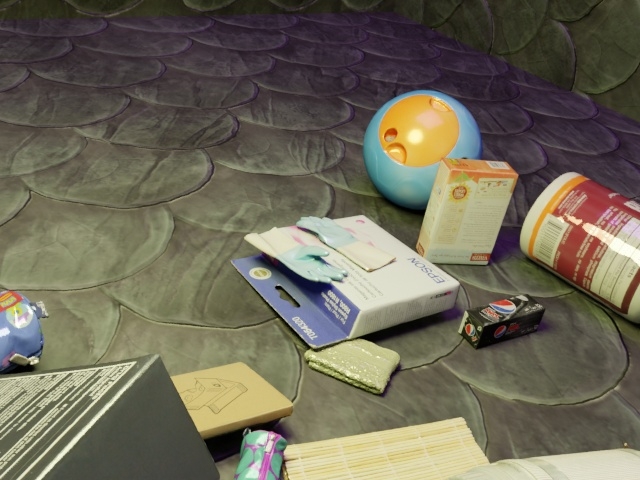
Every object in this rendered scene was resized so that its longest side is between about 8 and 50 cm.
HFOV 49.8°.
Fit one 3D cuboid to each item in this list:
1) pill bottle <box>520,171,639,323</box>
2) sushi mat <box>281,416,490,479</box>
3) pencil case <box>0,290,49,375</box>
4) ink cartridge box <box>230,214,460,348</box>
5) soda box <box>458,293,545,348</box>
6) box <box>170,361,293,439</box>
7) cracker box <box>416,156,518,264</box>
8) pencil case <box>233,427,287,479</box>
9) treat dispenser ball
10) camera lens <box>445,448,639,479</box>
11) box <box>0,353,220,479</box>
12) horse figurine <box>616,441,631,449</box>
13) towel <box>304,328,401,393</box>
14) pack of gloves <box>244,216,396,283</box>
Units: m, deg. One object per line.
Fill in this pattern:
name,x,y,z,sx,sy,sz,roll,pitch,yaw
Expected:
pill bottle,0.648,0.033,1.466,0.224,0.224,0.392,-18,42,-39
sushi mat,0.103,0.334,0.998,0.316,0.019,0.151,-3,35,-22
pencil case,-0.526,0.177,0.946,0.133,0.119,0.306,37,38,18
ink cartridge box,0.043,0.061,1.346,0.330,0.071,0.324,-10,32,-33
soda box,0.351,0.154,1.329,0.169,0.060,0.053,-10,36,-31
box,-0.167,0.235,1.012,0.201,0.021,0.164,-7,20,-33
cracker box,0.313,-0.060,1.494,0.155,0.232,0.067,3,31,-15
pencil case,-0.084,0.321,0.906,0.064,0.070,0.152,22,32,-9
treat dispenser ball,0.246,-0.219,1.676,0.288,0.288,0.288,9,31,-5
camera lens,0.295,0.367,0.814,0.274,0.219,0.219,1,33,-17
box,-0.311,0.279,0.684,0.294,0.183,0.296,-12,21,29
horse figurine,0.533,0.397,0.979,0.263,0.066,0.174,21,15,31
towel,0.056,0.203,1.184,0.148,0.027,0.110,22,34,16
pack of gloves,0.000,0.000,1.334,0.195,0.046,0.232,-22,39,-38
